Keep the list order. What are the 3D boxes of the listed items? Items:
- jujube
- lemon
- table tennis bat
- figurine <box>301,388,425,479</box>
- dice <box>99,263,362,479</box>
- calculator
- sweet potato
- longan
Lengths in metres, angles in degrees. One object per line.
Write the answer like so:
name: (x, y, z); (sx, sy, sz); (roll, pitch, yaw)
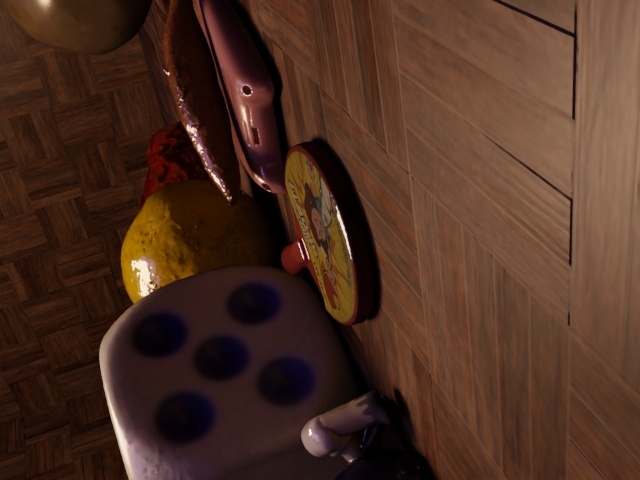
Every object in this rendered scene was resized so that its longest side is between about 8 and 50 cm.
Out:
jujube: (-0.311, -0.125, 1.794); (0.216, 0.216, 0.342); (87, 173, -52)
lemon: (-0.198, 0.027, 1.291); (0.310, 0.258, 0.258); (17, 125, 68)
table tennis bat: (0.000, 0.000, 0.883); (0.310, 0.038, 0.200); (142, 111, -74)
figurine: (0.050, 0.278, 0.826); (0.145, 0.145, 0.222); (99, 152, -66)
dice: (-0.113, 0.234, 1.086); (0.277, 0.304, 0.304); (82, 165, -46)
calculator: (-0.115, -0.212, 1.056); (0.330, 0.048, 0.220); (-117, 13, -47)
sweet potato: (-0.158, -0.185, 1.010); (0.066, 0.072, 0.314); (130, 128, -64)
longan: (-0.507, -0.568, 1.624); (0.404, 0.336, 0.404); (167, 90, -75)
